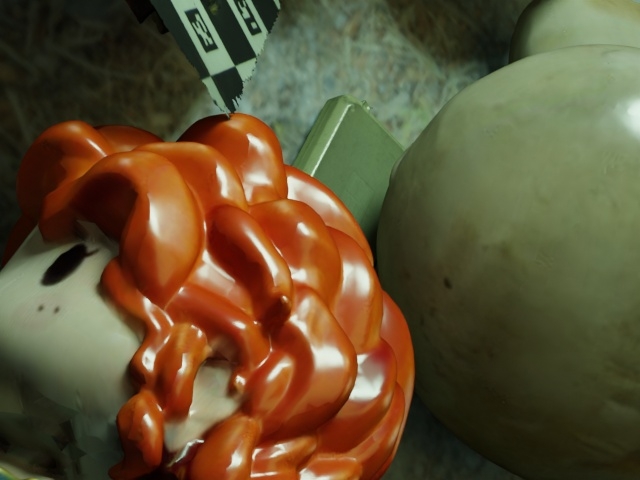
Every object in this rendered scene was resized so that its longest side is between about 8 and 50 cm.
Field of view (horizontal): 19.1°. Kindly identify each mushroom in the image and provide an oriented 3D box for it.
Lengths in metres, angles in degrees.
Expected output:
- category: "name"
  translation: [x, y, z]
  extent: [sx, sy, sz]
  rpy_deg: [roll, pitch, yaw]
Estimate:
- category: "mushroom"
  translation: [0.171, -0.008, 1.110]
  extent: [0.292, 0.292, 0.290]
  rpy_deg: [46, 23, -28]

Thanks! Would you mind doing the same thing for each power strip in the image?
- category: "power strip"
  translation: [0.000, 0.000, 1.076]
  extent: [0.076, 0.028, 0.169]
  rpy_deg: [45, 56, -29]

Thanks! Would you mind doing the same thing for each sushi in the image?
- category: "sushi"
  translation: [-0.089, -0.166, 0.947]
  extent: [0.192, 0.043, 0.279]
  rpy_deg: [57, 17, -19]

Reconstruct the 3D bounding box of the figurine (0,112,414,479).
- category: "figurine"
  translation: [-0.146, 0.109, 0.811]
  extent: [0.411, 0.241, 0.306]
  rpy_deg: [-12, 73, -34]
